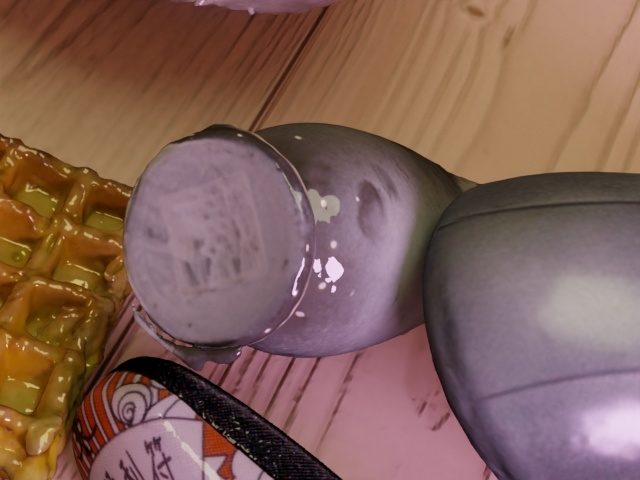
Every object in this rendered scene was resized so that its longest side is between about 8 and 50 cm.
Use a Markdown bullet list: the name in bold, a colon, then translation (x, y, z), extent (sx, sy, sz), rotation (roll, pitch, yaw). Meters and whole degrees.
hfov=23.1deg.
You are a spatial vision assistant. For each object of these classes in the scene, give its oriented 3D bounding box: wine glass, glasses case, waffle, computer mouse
- **wine glass**: translation (0.000, 0.000, 0.747), extent (0.111, 0.111, 0.204), rotation (52, 24, 20)
- **glasses case**: translation (-0.001, 0.153, 0.677), extent (0.266, 0.103, 0.067), rotation (38, 51, 10)
- **waffle**: translation (-0.177, 0.039, 0.722), extent (0.160, 0.055, 0.211), rotation (21, 48, -5)
- **computer mouse**: translation (0.209, 0.063, 0.774), extent (0.371, 0.122, 0.188), rotation (20, 55, -40)

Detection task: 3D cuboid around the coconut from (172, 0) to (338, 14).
- **coconut**: translation (-0.085, -0.325, 0.861), extent (0.415, 0.345, 0.415), rotation (40, 6, -5)
